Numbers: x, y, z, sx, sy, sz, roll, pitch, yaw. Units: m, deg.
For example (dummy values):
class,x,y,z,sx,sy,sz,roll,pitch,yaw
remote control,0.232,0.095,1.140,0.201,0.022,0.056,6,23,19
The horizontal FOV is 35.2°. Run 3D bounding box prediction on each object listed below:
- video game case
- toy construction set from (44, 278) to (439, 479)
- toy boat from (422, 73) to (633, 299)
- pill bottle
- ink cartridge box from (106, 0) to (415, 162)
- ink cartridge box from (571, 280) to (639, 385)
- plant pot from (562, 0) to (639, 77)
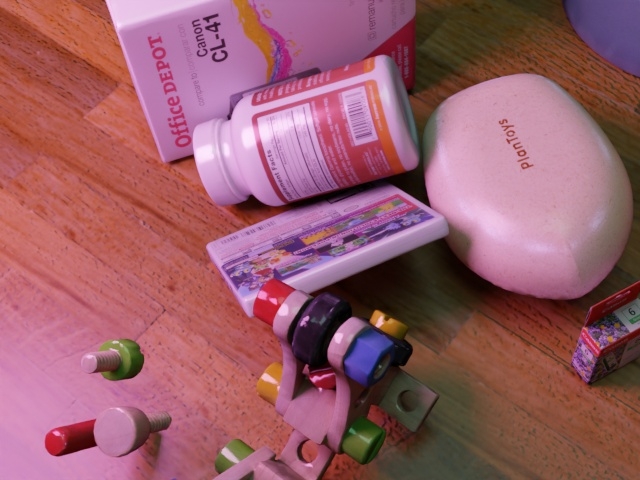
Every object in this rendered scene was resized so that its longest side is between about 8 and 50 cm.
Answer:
class,x,y,z,sx,sy,sz,roll,pitch,yaw
video game case,0.000,0.000,0.984,0.201,0.023,0.183,-22,21,-10
toy construction set,-0.041,0.159,0.877,0.309,0.237,0.257,3,89,21
toy boat,0.269,-0.059,1.009,0.318,0.148,0.267,-15,53,3
pill bottle,-0.015,-0.105,1.039,0.216,0.121,0.121,-14,57,14
ink cartridge box,-0.059,-0.232,1.075,0.306,0.226,0.131,-19,57,-7
ink cartridge box,0.269,0.085,0.918,0.063,0.115,0.029,-26,60,-12
plant pot,0.431,-0.355,1.113,0.293,0.235,0.293,-1,58,2
